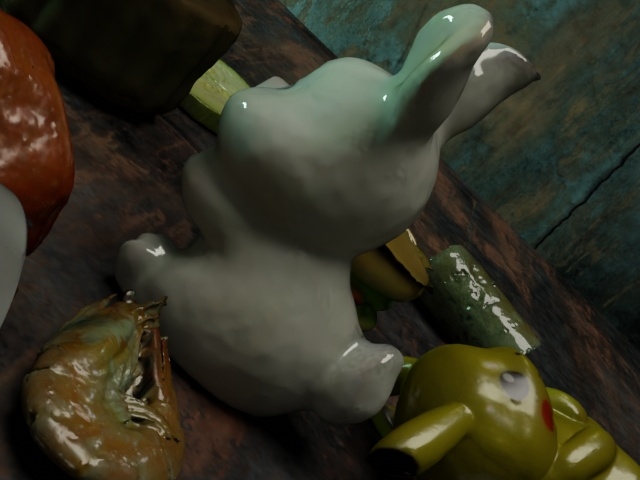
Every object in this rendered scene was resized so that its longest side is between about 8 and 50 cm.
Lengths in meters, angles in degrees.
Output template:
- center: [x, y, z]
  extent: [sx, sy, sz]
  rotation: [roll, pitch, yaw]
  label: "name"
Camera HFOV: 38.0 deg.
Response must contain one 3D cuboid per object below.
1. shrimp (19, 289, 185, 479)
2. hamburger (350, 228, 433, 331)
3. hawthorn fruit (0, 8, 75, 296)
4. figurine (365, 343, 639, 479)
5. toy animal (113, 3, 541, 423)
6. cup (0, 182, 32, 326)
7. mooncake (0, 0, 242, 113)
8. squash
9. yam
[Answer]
- center: [-0.133, 0.097, 0.624]
  extent: [0.115, 0.051, 0.217]
  rotation: [47, 15, -14]
  label: "shrimp"
- center: [0.000, 0.000, 0.990]
  extent: [0.237, 0.149, 0.237]
  rotation: [49, 15, -18]
  label: "hamburger"
- center: [-0.229, -0.070, 0.580]
  extent: [0.179, 0.173, 0.173]
  rotation: [38, 13, 27]
  label: "hawthorn fruit"
- center: [0.170, 0.198, 0.894]
  extent: [0.327, 0.169, 0.218]
  rotation: [40, 2, -22]
  label: "figurine"
- center: [0.022, -0.028, 0.767]
  extent: [0.241, 0.367, 0.196]
  rotation: [37, 12, 15]
  label: "toy animal"
- center: [-0.263, -0.033, 0.404]
  extent: [0.226, 0.185, 0.241]
  rotation: [38, 23, -40]
  label: "cup"
- center: [-0.240, -0.284, 1.084]
  extent: [0.290, 0.161, 0.290]
  rotation: [38, 18, -15]
  label: "mooncake"
- center: [-0.166, -0.223, 1.312]
  extent: [0.219, 0.041, 0.219]
  rotation: [39, 17, -15]
  label: "squash"
- center: [0.222, 0.106, 1.331]
  extent: [0.194, 0.107, 0.107]
  rotation: [53, 19, 24]
  label: "yam"
